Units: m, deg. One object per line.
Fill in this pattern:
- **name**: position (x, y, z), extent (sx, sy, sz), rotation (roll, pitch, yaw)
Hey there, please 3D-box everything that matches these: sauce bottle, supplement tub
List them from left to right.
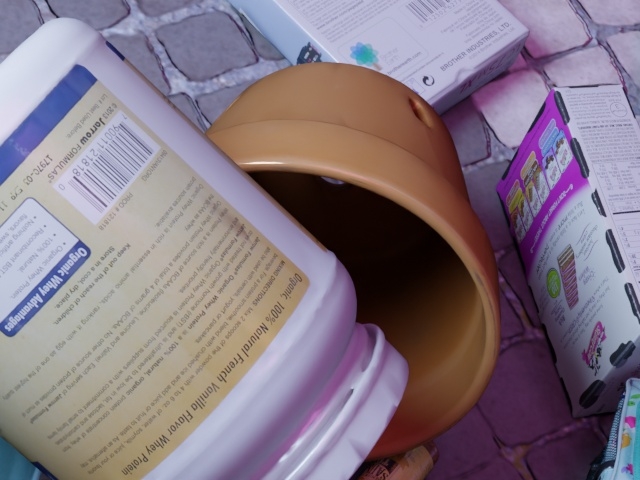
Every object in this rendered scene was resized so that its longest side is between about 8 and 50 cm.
- **supplement tub**: position (-0.121, 0.041, 1.048), extent (0.316, 0.228, 0.228), rotation (44, 55, -10)
- **sauce bottle**: position (0.042, 0.199, 1.283), extent (0.042, 0.042, 0.128), rotation (37, 54, 9)

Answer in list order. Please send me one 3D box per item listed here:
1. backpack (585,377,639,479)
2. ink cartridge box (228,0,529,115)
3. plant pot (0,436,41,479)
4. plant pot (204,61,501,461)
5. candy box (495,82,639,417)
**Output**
- **backpack**: position (0.299, 0.217, 1.211), extent (0.225, 0.191, 0.253), rotation (19, 39, 9)
- **ink cartridge box**: position (0.021, -0.239, 1.543), extent (0.186, 0.065, 0.311), rotation (-36, 76, -31)
- **plant pot**: position (-0.356, 0.129, 1.093), extent (0.293, 0.196, 0.293), rotation (25, 46, -28)
- **plant pot**: position (0.000, 0.000, 1.273), extent (0.291, 0.291, 0.203), rotation (19, 39, -4)
- **candy box**: position (0.232, 0.008, 1.387), extent (0.071, 0.159, 0.233), rotation (-5, 61, -18)
